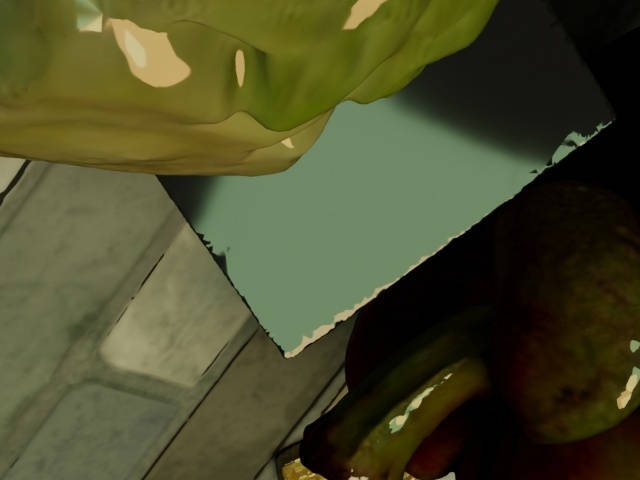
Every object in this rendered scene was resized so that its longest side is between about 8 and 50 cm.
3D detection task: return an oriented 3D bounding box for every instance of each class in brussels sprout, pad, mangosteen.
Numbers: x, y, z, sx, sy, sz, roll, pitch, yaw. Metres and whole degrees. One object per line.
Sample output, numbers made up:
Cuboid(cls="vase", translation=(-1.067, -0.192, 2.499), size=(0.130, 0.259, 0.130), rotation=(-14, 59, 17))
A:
Cuboid(cls="brussels sprout", translation=(-0.047, -0.184, 0.538), size=(0.328, 0.328, 0.247), rotation=(-21, 177, -21))
Cuboid(cls="pad", translation=(-0.017, -0.119, 0.698), size=(0.202, 0.005, 0.300), rotation=(-36, 106, -5))
Cuboid(cls="mangosteen", translation=(0.203, 0.050, 0.874), size=(0.435, 0.382, 0.382), rotation=(1, 129, -4))

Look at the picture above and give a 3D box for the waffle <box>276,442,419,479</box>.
Cuboid(cls="waffle", translation=(0.034, 0.151, 1.068), size=(0.135, 0.021, 0.092), rotation=(-25, 136, -17))
